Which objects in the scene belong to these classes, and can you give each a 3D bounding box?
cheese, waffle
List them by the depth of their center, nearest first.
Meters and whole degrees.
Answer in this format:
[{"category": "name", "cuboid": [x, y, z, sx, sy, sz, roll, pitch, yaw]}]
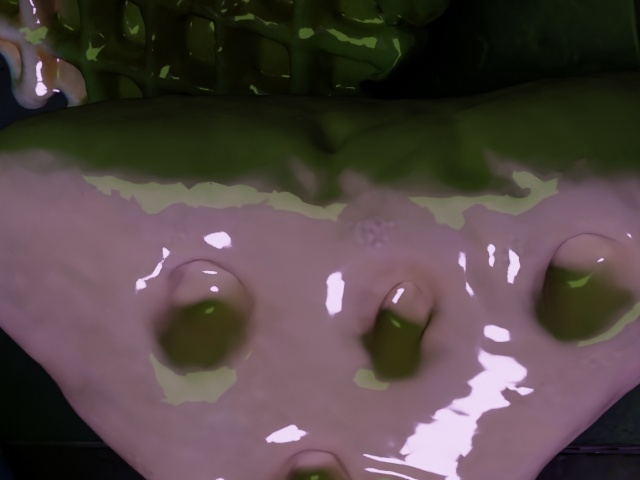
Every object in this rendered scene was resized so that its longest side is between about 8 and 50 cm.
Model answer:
[{"category": "cheese", "cuboid": [0.000, 0.000, 0.872, 0.328, 0.129, 0.351, 34, 121, -2]}, {"category": "waffle", "cuboid": [-0.083, -0.161, 0.933, 0.309, 0.056, 0.292, -35, 93, 44]}]

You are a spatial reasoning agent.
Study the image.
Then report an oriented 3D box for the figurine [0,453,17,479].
[{"category": "figurine", "cuboid": [-0.225, 0.340, 1.089, 0.416, 0.243, 0.298, 61, 164, 7]}]
